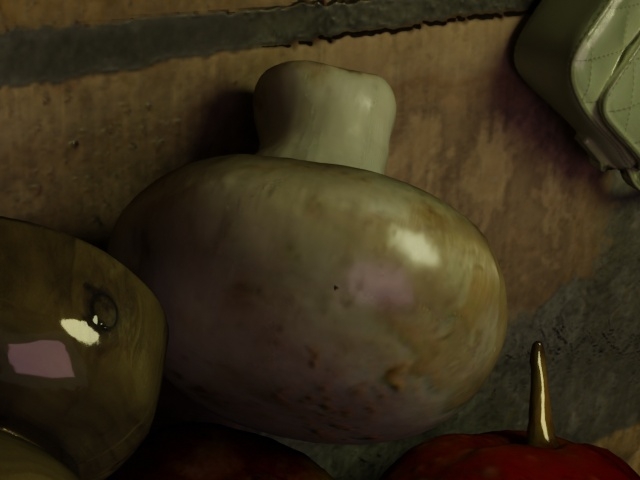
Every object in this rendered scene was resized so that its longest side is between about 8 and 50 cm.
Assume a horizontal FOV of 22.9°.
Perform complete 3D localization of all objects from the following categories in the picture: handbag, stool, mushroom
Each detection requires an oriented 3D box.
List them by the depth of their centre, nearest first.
[{"bbox_3d":[-0.180,0.143,0.774,0.179,0.179,0.264,39,43,-37],"label":"stool"},{"bbox_3d":[0.000,0.000,0.940,0.243,0.243,0.243,-12,112,-32],"label":"mushroom"},{"bbox_3d":[0.270,-0.160,1.151,0.219,0.079,0.256,38,84,-41],"label":"handbag"}]

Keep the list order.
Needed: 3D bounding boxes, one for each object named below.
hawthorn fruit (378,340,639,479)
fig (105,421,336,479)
[{"bbox_3d":[0.132,0.233,1.086,0.287,0.287,0.330,13,83,-37],"label":"hawthorn fruit"},{"bbox_3d":[-0.072,0.267,0.986,0.217,0.217,0.321,-18,143,-29],"label":"fig"}]
